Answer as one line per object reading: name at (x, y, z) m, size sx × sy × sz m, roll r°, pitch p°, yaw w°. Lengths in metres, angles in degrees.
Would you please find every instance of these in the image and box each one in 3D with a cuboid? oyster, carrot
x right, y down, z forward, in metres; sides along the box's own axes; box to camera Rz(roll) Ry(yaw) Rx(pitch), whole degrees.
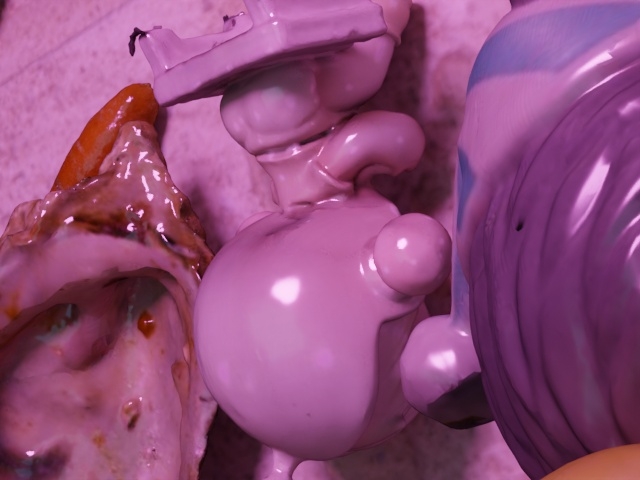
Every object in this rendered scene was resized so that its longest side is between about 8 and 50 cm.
oyster at (-0.158, 0.109, 0.962) m, size 0.221 × 0.096 × 0.361 m, roll 4°, pitch 95°, yaw 9°
carrot at (-0.136, -0.036, 0.998) m, size 0.048 × 0.048 × 0.139 m, roll 43°, pitch 117°, yaw 30°

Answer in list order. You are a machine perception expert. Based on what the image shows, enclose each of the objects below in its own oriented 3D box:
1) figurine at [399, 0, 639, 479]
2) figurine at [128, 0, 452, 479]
figurine at (0.166, 0.024, 0.685) m, size 0.361 × 0.266 × 0.377 m, roll 112°, pitch 165°, yaw -52°
figurine at (-0.004, 0.001, 0.827) m, size 0.182 × 0.144 × 0.256 m, roll -10°, pitch 89°, yaw 38°
